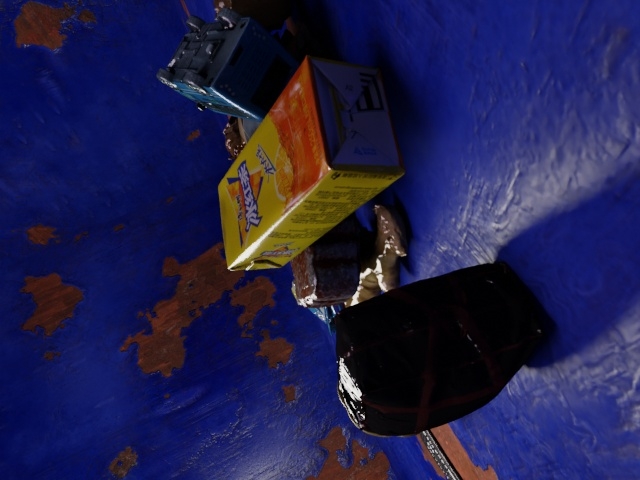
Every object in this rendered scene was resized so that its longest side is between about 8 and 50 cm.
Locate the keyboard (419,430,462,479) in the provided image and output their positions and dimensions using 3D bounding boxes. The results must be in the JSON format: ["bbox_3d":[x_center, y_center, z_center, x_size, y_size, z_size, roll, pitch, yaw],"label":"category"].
[{"bbox_3d":[0.313,0.565,1.259,0.262,0.016,0.106,56,167,43],"label":"keyboard"}]

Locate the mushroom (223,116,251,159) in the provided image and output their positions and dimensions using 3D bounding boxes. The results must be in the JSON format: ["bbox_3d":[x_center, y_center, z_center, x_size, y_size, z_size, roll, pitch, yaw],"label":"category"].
[{"bbox_3d":[-0.090,-0.192,1.074,0.278,0.163,0.297,46,159,35],"label":"mushroom"}]

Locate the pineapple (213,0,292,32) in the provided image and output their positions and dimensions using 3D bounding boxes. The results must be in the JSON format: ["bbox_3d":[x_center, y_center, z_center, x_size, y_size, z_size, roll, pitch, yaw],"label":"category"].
[{"bbox_3d":[-0.126,-0.394,0.835,0.128,0.128,0.248,69,171,-24],"label":"pineapple"}]

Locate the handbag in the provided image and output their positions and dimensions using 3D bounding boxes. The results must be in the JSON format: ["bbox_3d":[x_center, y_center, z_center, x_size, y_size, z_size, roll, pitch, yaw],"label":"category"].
[{"bbox_3d":[0.123,0.120,0.567,0.169,0.215,0.155,90,162,-61],"label":"handbag"}]

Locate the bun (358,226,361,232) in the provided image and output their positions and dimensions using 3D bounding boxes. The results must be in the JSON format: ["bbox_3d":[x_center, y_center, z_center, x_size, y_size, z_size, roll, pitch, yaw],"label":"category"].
[{"bbox_3d":[0.044,0.006,1.073,0.141,0.083,0.141,61,167,25],"label":"bun"}]

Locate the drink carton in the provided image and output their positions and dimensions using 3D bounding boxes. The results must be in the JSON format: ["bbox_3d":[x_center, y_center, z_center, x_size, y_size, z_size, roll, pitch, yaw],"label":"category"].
[{"bbox_3d":[-0.039,-0.081,0.709,0.351,0.111,0.155,-36,59,54],"label":"drink carton"}]

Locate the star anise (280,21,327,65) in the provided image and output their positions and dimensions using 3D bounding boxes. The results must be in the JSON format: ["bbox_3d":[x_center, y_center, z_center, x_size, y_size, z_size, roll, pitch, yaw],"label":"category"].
[{"bbox_3d":[-0.018,-0.240,0.792,0.197,0.073,0.212,86,162,-45],"label":"star anise"}]

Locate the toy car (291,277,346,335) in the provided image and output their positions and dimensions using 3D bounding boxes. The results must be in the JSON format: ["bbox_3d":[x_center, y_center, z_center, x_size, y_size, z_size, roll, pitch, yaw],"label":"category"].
[{"bbox_3d":[0.002,0.098,1.316,0.198,0.165,0.314,82,161,-50],"label":"toy car"}]

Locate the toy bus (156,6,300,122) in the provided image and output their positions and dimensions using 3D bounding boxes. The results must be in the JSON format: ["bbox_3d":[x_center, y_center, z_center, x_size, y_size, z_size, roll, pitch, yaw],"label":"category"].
[{"bbox_3d":[-0.143,-0.253,0.760,0.134,0.114,0.246,29,180,-36],"label":"toy bus"}]

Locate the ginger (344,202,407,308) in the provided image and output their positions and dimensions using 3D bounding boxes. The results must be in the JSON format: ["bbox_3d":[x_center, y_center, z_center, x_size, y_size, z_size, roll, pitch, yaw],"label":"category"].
[{"bbox_3d":[0.093,0.036,0.893,0.334,0.081,0.148,115,150,-63],"label":"ginger"}]

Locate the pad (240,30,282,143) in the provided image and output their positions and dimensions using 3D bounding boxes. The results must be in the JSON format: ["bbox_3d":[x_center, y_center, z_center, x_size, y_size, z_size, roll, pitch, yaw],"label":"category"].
[{"bbox_3d":[-0.098,-0.232,0.854,0.243,0.004,0.164,5,112,62],"label":"pad"}]

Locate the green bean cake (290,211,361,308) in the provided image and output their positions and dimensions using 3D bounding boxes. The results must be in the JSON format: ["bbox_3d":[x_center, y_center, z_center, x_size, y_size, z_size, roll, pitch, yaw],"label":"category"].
[{"bbox_3d":[0.000,0.000,0.884,0.198,0.097,0.233,128,137,-66],"label":"green bean cake"}]

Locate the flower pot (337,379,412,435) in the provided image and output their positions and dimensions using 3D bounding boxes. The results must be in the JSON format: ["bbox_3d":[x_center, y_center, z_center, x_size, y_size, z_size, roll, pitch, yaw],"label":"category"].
[{"bbox_3d":[0.150,0.302,1.012,0.195,0.195,0.179,58,-179,33],"label":"flower pot"}]
